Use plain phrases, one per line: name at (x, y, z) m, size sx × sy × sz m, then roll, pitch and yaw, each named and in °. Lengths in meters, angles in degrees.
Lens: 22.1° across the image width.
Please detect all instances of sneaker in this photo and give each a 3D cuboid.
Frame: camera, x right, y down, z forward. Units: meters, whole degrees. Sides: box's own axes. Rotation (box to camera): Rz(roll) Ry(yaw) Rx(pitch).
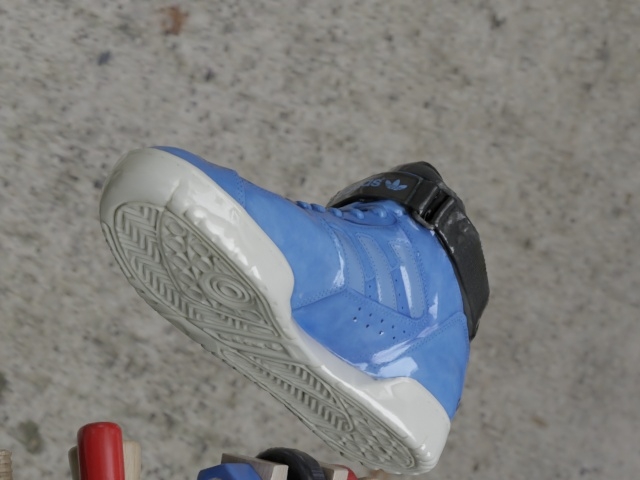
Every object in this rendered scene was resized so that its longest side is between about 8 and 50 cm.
sneaker at (-0.001, 0.000, 0.510) m, size 0.152 × 0.058 × 0.084 m, roll 43°, pitch 57°, yaw -32°

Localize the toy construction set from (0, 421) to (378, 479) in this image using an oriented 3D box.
toy construction set at (-0.092, 0.249, 0.954) m, size 0.309 × 0.257 × 0.237 m, roll 56°, pitch 27°, yaw -70°
